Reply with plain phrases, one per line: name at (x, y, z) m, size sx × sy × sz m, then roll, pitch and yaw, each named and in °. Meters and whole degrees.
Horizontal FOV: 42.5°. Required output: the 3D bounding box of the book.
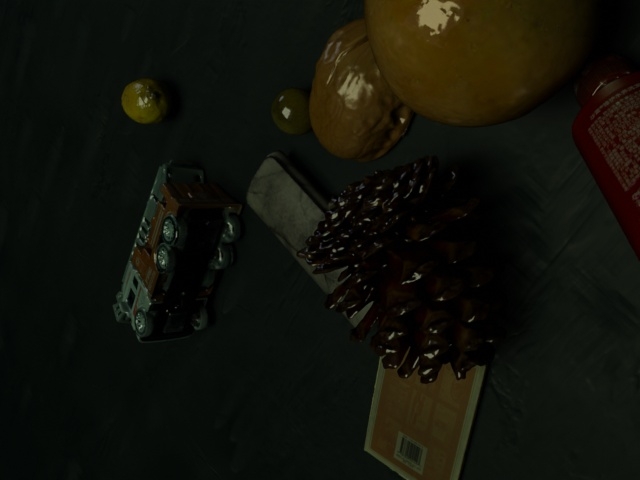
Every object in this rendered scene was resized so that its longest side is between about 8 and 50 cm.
book at (0.146, 0.242, 1.185) m, size 0.170 × 0.018 × 0.241 m, roll 27°, pitch 118°, yaw 36°

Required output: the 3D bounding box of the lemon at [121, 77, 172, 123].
lemon at (-0.311, -0.249, 1.468) m, size 0.111 × 0.082 × 0.082 m, roll 11°, pitch 108°, yaw 47°

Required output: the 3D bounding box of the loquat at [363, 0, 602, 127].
loquat at (0.163, -0.248, 0.869) m, size 0.263 × 0.263 × 0.263 m, roll 13°, pitch 109°, yaw 42°

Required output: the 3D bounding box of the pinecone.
pinecone at (0.121, 0.044, 1.030) m, size 0.246 × 0.246 × 0.292 m, roll -21°, pitch 104°, yaw 45°

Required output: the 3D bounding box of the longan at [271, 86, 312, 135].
longan at (-0.037, -0.189, 1.229) m, size 0.075 × 0.075 × 0.083 m, roll 39°, pitch 166°, yaw 31°

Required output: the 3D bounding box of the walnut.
walnut at (0.043, -0.199, 1.127) m, size 0.167 × 0.087 × 0.211 m, roll 37°, pitch 124°, yaw 28°

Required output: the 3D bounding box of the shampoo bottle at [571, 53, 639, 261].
shampoo bottle at (0.307, -0.087, 0.765) m, size 0.118 × 0.314 × 0.076 m, roll -39°, pitch 114°, yaw 22°

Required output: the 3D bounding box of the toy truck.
toy truck at (-0.271, 0.036, 1.469) m, size 0.184 × 0.133 × 0.338 m, roll 49°, pitch 128°, yaw 38°

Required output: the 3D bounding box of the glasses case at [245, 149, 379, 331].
glasses case at (0.000, 0.000, 1.237) m, size 0.299 × 0.060 × 0.114 m, roll 48°, pitch 129°, yaw 26°
